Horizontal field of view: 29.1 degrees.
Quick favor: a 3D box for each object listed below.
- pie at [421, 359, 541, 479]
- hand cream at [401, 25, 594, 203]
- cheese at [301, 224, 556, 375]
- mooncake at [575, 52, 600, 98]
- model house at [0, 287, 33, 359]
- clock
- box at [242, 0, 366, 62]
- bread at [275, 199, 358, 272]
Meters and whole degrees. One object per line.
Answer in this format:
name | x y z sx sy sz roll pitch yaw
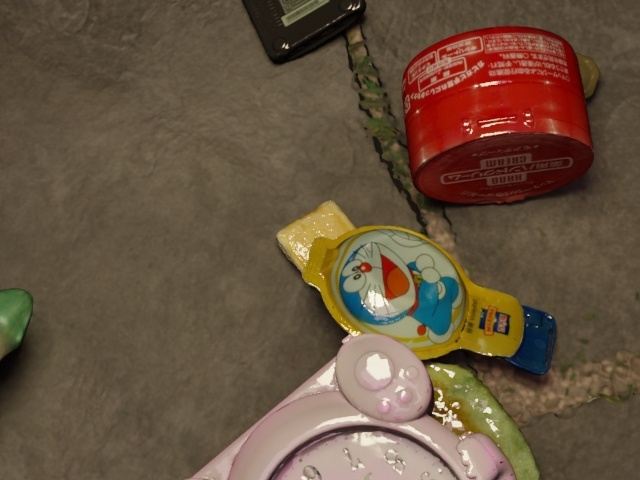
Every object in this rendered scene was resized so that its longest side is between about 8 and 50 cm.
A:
pie | 0.076 0.256 1.224 0.302 0.067 0.302 -1 73 3
hand cream | 0.180 -0.125 1.270 0.193 0.193 0.125 -4 71 2
cheese | 0.113 0.063 1.269 0.270 0.069 0.177 21 46 -3
mooncake | 0.154 -0.262 1.385 0.150 0.057 0.347 -37 76 -6
model house | -0.460 0.090 1.226 0.298 0.243 0.284 33 69 8
clock | 0.048 0.281 1.126 0.295 0.113 0.322 -40 76 -4
box | -0.025 -0.280 1.398 0.126 0.027 0.125 -30 73 12
bread | 0.000 0.000 1.324 0.083 0.035 0.070 -38 75 -15
